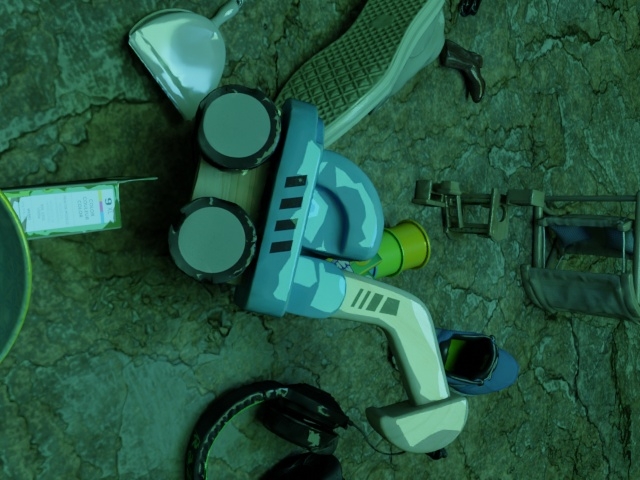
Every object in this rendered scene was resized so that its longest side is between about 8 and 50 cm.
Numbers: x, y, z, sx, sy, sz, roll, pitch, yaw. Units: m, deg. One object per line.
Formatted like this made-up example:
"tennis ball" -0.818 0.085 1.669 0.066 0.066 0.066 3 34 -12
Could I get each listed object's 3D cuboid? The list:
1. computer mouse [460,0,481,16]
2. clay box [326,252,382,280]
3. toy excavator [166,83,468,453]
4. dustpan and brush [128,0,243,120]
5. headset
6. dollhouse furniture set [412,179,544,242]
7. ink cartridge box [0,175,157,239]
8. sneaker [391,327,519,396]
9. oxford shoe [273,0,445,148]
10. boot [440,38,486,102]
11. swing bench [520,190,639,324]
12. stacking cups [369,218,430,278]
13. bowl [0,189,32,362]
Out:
"computer mouse" 0.273 -0.578 1.436 0.262 0.060 0.184 43 67 -35
"clay box" 0.000 0.000 1.173 0.127 0.053 0.222 -30 80 -36
"toy excavator" 0.014 0.043 1.021 0.446 0.222 0.432 12 86 -10
"dustpan and brush" -0.171 -0.289 1.079 0.211 0.060 0.147 -47 123 -21
"headset" -0.006 0.340 1.170 0.395 0.185 0.243 -3 95 -30
"dollhouse furniture set" 0.291 -0.052 1.404 0.161 0.182 0.101 8 87 -42
"ink cartridge box" -0.316 -0.040 0.924 0.209 0.109 0.062 -11 100 -41
"sneaker" 0.289 0.241 1.446 0.330 0.147 0.129 18 81 -41
"oxford shoe" 0.077 -0.271 1.233 0.449 0.169 0.130 -52 145 -26
"boot" 0.275 -0.330 1.469 0.114 0.037 0.106 9 74 -44
"swing bench" 0.587 0.036 1.622 0.165 0.253 0.254 22 78 -40
"stacking cups" 0.041 0.045 1.267 0.316 0.096 0.095 -17 104 -34
"bowl" -0.442 0.024 0.766 0.290 0.156 0.289 -3 102 -17
